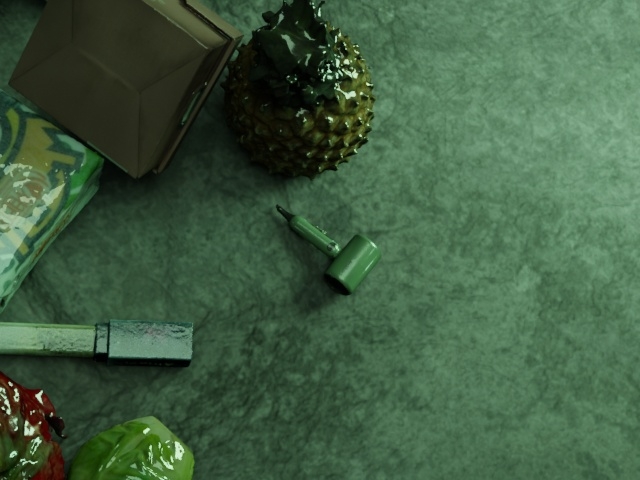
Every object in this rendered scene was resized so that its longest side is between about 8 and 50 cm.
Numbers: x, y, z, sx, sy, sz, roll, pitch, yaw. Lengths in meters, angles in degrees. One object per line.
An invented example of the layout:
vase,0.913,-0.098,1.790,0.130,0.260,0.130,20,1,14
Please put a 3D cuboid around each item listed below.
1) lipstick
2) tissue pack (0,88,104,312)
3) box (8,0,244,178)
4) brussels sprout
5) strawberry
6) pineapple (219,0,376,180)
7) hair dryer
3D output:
lipstick,-0.311,0.121,1.582,0.312,0.051,0.051,3,75,-11
tissue pack,-0.447,-0.087,1.575,0.311,0.128,0.228,34,68,-1
box,-0.236,-0.212,1.562,0.215,0.215,0.086,37,29,5
brussels sprout,-0.215,0.278,1.519,0.155,0.117,0.155,1,75,-5
strawberry,-0.409,0.252,1.440,0.220,0.274,0.274,-4,69,28
pineapple,-0.020,-0.197,1.592,0.202,0.362,0.202,1,79,-4
hair dryer,0.000,0.000,1.697,0.150,0.047,0.071,38,70,8
